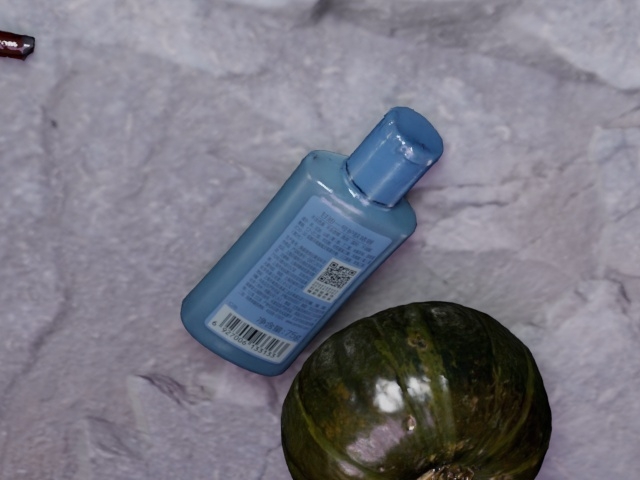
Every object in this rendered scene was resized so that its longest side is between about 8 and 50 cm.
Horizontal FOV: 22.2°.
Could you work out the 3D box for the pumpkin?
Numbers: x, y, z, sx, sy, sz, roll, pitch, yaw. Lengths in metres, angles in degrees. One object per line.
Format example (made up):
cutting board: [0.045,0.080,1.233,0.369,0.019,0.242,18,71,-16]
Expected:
pumpkin: [0.076,0.147,1.300,0.223,0.157,0.224,-8,128,-10]

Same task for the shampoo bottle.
shampoo bottle: [0.000,0.000,1.246,0.104,0.061,0.258,30,125,-18]

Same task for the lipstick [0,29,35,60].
lipstick: [-0.293,-0.152,1.171,0.176,0.027,0.027,9,129,-4]
